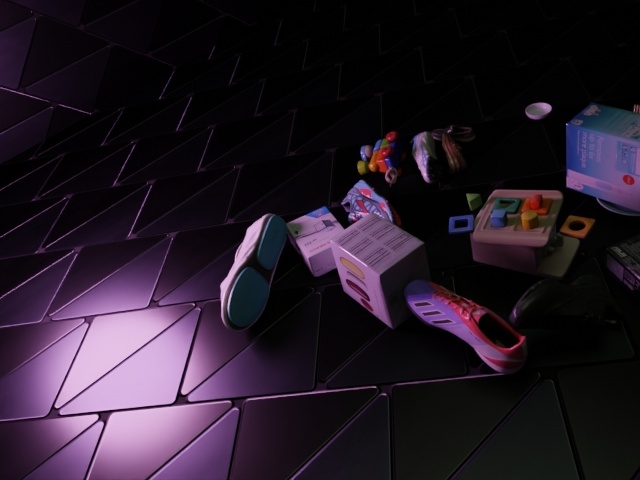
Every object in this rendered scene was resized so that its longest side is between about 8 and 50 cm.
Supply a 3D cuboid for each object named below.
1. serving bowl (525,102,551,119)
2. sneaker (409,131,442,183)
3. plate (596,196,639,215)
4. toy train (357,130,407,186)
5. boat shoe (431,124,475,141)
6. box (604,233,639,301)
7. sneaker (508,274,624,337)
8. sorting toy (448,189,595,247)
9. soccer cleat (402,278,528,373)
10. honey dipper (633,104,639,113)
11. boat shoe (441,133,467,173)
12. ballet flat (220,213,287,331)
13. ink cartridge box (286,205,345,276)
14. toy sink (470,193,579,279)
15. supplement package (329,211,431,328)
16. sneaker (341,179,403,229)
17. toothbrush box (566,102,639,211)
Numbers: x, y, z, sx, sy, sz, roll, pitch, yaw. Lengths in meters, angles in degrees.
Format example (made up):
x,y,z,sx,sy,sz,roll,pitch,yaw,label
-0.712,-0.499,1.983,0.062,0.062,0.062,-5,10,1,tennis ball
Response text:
x,y,z,sx,sy,sz,roll,pitch,yaw,label
0.729,-0.427,2.110,0.083,0.027,0.083,-11,40,9,serving bowl
0.334,-0.258,2.028,0.086,0.085,0.237,-31,36,27,sneaker
0.843,-0.119,1.699,0.188,0.024,0.188,-11,38,9,plate
0.183,-0.243,2.048,0.143,0.105,0.248,-9,38,28,toy train
0.446,-0.366,2.127,0.152,0.049,0.056,8,45,29,boat shoe
0.838,0.084,1.414,0.243,0.076,0.307,-22,39,-5,box
0.543,0.153,1.376,0.286,0.109,0.130,-9,44,-22,sneaker
0.484,-0.067,1.545,0.348,0.047,0.196,4,43,31,sorting toy
0.324,0.169,1.418,0.318,0.116,0.109,36,64,27,soccer cleat
1.060,-0.404,1.959,0.161,0.030,0.030,7,45,22,honey dipper
0.426,-0.280,2.026,0.060,0.064,0.178,-8,45,4,boat shoe
-0.203,0.095,1.769,0.139,0.139,0.400,1,49,22,ballet flat
0.000,0.000,1.834,0.140,0.082,0.190,-25,37,-10,ink cartridge box
0.523,-0.017,1.611,0.234,0.131,0.153,15,49,34,toy sink
0.155,0.072,1.594,0.149,0.194,0.203,-33,41,-19,supplement package
0.148,-0.073,1.875,0.125,0.104,0.262,-40,36,0,sneaker
0.799,-0.206,1.629,0.126,0.216,0.296,-39,44,-23,toothbrush box
